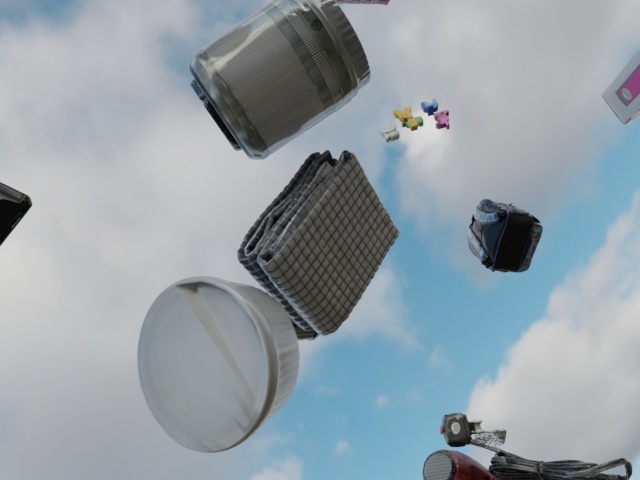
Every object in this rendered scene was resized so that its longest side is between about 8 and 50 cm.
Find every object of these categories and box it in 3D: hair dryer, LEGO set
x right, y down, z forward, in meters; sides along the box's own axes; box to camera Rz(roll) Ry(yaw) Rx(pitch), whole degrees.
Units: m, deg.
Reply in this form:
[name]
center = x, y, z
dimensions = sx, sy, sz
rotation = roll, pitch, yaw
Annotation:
[hair dryer]
center = 0.246, 0.329, 0.706
dimensions = 0.293, 0.224, 0.080
rotation = 85, -157, -53
[LEGO set]
center = 0.297, -0.361, 1.654
dimensions = 0.227, 0.093, 0.087
rotation = -16, -38, 1

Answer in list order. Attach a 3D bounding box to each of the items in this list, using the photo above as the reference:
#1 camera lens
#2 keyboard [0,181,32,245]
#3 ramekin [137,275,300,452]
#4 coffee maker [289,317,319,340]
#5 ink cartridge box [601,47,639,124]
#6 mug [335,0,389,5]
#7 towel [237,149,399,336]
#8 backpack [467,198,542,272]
[camera lens]
center = -0.078, -0.294, 0.966
dimensions = 0.274, 0.219, 0.219
rotation = -34, -46, -1
[keyboard]
center = -0.568, 0.005, 0.733
dimensions = 0.202, 0.317, 0.033
rotation = 29, -45, -14
[ramekin]
center = -0.155, 0.189, 0.872
dimensions = 0.127, 0.273, 0.272
rotation = 0, -64, -59
[coffee maker]
center = -0.108, 0.199, 1.464
dimensions = 0.178, 0.171, 0.120
rotation = 0, -45, -32
[ink cartridge box]
center = 0.471, -0.266, 0.606
dimensions = 0.176, 0.069, 0.371
rotation = -30, -15, 2
[mug]
center = 0.089, -0.676, 1.435
dimensions = 0.169, 0.150, 0.113
rotation = -7, -82, -9
[towel]
center = 0.000, 0.000, 1.001
dimensions = 0.283, 0.121, 0.235
rotation = -56, -49, -24
[backpack]
center = 0.429, -0.017, 1.296
dimensions = 0.117, 0.173, 0.158
rotation = 8, -73, -10
